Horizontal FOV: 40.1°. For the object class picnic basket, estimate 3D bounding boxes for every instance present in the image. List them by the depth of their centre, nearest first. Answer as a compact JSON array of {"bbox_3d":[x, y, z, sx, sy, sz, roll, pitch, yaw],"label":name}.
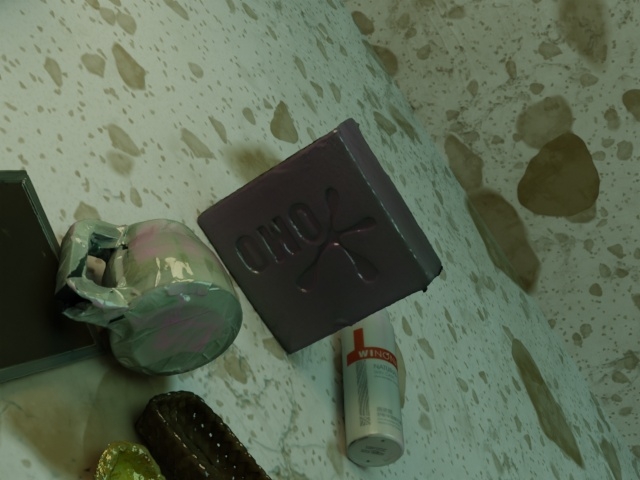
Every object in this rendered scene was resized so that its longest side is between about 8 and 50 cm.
[{"bbox_3d":[-0.136,0.267,1.053,0.193,0.055,0.110,44,16,23],"label":"picnic basket"}]

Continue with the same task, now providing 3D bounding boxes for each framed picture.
[{"bbox_3d":[-0.355,0.033,0.989,0.252,0.014,0.197,64,23,8],"label":"framed picture"}]

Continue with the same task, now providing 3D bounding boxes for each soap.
[{"bbox_3d":[0.000,0.000,1.395,0.285,0.296,0.107,55,27,-8],"label":"soap"}]

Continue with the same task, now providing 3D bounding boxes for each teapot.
[{"bbox_3d":[-0.222,0.064,1.094,0.221,0.163,0.178,-5,41,-22],"label":"teapot"}]

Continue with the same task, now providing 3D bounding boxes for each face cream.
[{"bbox_3d":[0.088,0.227,1.552,0.102,0.102,0.346,43,30,-35],"label":"face cream"}]

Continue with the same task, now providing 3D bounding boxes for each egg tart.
[{"bbox_3d":[-0.215,0.273,0.968,0.105,0.039,0.105,45,28,-32],"label":"egg tart"}]
